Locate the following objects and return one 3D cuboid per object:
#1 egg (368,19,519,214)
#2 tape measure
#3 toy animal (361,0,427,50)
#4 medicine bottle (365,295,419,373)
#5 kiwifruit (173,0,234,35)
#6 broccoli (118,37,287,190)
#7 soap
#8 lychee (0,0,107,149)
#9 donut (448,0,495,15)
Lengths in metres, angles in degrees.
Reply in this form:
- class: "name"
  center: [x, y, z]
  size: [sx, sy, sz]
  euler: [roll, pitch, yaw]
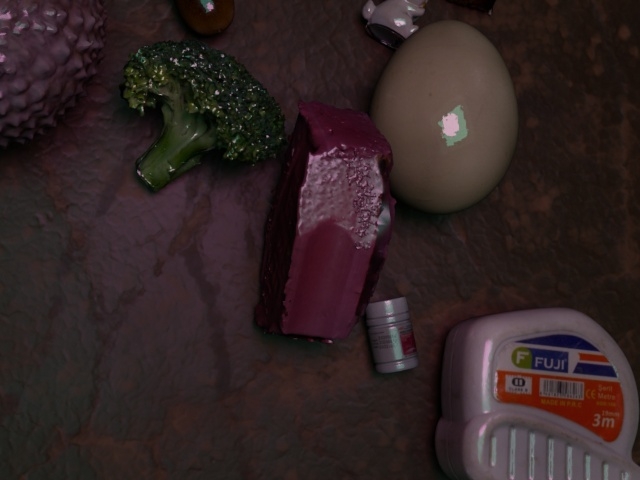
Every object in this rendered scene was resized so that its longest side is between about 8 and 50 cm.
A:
- class: "egg"
  center: [0.155, -0.157, 1.041]
  size: [0.188, 0.188, 0.253]
  euler: [10, 79, -11]
- class: "tape measure"
  center: [0.283, 0.218, 1.065]
  size: [0.258, 0.130, 0.265]
  euler: [8, 77, -14]
- class: "toy animal"
  center: [0.110, -0.326, 1.111]
  size: [0.085, 0.071, 0.124]
  euler: [27, 88, 10]
- class: "medicine bottle"
  center: [0.091, 0.121, 1.066]
  size: [0.058, 0.058, 0.091]
  euler: [-10, 87, -13]
- class: "kiwifruit"
  center: [-0.153, -0.320, 1.052]
  size: [0.075, 0.075, 0.124]
  euler: [-21, 85, -13]
- class: "broccoli"
  center: [-0.154, -0.141, 1.002]
  size: [0.220, 0.194, 0.194]
  euler: [36, 77, -31]
- class: "soap"
  center: [0.000, 0.000, 0.991]
  size: [0.112, 0.182, 0.289]
  euler: [7, 121, -14]
- class: "lychee"
  center: [-0.375, -0.243, 0.897]
  size: [0.300, 0.300, 0.300]
  euler: [1, 84, -12]
- class: "donut"
  center: [0.205, -0.437, 1.117]
  size: [0.085, 0.141, 0.217]
  euler: [0, 80, -5]
